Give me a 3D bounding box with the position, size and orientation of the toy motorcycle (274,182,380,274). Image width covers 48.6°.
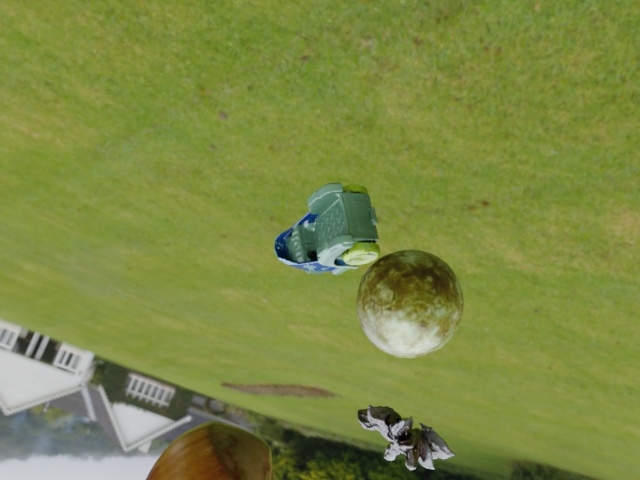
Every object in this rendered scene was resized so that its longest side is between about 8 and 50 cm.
[{"bbox_3d":[0.000,0.000,1.837,0.199,0.191,0.326,4,153,-31],"label":"toy motorcycle"}]

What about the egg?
[{"bbox_3d":[0.193,0.144,1.571,0.238,0.238,0.289,18,-159,17],"label":"egg"}]

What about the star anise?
[{"bbox_3d":[0.218,0.521,1.874,0.283,0.129,0.212,48,159,-27],"label":"star anise"}]

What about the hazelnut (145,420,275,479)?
[{"bbox_3d":[-0.271,0.614,1.703,0.315,0.372,0.372,60,-179,19],"label":"hazelnut"}]
